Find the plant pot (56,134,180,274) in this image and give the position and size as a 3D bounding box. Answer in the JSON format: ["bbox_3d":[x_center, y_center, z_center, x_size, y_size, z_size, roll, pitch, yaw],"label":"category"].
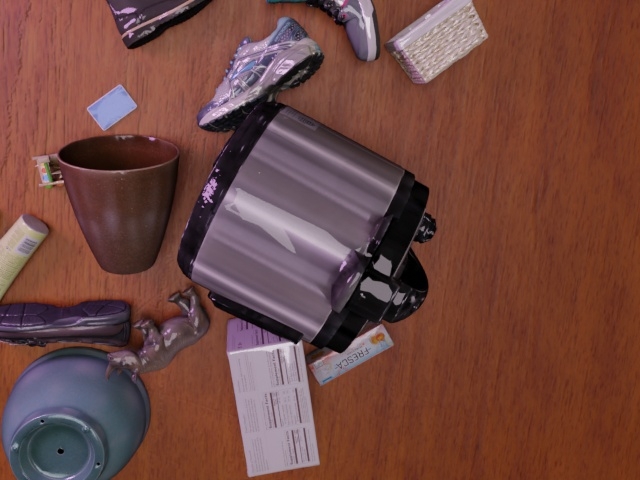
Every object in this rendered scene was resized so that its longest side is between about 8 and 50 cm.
[{"bbox_3d":[-0.374,-0.059,1.275,0.216,0.215,0.230,1,115,-7],"label":"plant pot"}]

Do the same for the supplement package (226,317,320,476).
[{"bbox_3d":[-0.099,0.300,1.363,0.145,0.204,0.261,-8,102,-6],"label":"supplement package"}]

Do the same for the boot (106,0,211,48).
[{"bbox_3d":[-0.310,-0.466,1.256,0.198,0.077,0.137,-29,98,-1],"label":"boot"}]

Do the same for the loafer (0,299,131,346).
[{"bbox_3d":[-0.533,0.182,1.343,0.303,0.109,0.095,-3,111,-11],"label":"loafer"}]

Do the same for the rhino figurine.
[{"bbox_3d":[-0.329,0.204,1.360,0.243,0.073,0.106,-38,107,-17],"label":"rhino figurine"}]

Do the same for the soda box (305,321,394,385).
[{"bbox_3d":[0.061,0.235,1.441,0.183,0.063,0.058,-29,103,1],"label":"soda box"}]

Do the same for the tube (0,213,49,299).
[{"bbox_3d":[-0.635,0.053,1.332,0.070,0.062,0.240,45,100,22],"label":"tube"}]

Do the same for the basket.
[{"bbox_3d":[0.227,-0.391,1.309,0.167,0.113,0.103,-37,105,2],"label":"basket"}]

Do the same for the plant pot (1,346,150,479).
[{"bbox_3d":[-0.500,0.383,1.340,0.293,0.196,0.292,-1,101,-7],"label":"plant pot"}]

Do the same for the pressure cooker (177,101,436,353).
[{"bbox_3d":[0.003,-0.005,1.202,0.421,0.375,0.369,28,57,-1],"label":"pressure cooker"}]

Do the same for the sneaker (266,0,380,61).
[{"bbox_3d":[-0.009,-0.457,1.260,0.179,0.124,0.295,-22,95,-7],"label":"sneaker"}]

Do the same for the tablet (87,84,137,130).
[{"bbox_3d":[-0.408,-0.260,1.317,0.083,0.006,0.054,-36,103,1],"label":"tablet"}]

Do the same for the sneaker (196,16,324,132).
[{"bbox_3d":[-0.130,-0.314,1.292,0.283,0.110,0.122,-32,77,17],"label":"sneaker"}]

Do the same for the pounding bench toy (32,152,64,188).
[{"bbox_3d":[-0.517,-0.132,1.291,0.052,0.083,0.065,-9,101,-5],"label":"pounding bench toy"}]
